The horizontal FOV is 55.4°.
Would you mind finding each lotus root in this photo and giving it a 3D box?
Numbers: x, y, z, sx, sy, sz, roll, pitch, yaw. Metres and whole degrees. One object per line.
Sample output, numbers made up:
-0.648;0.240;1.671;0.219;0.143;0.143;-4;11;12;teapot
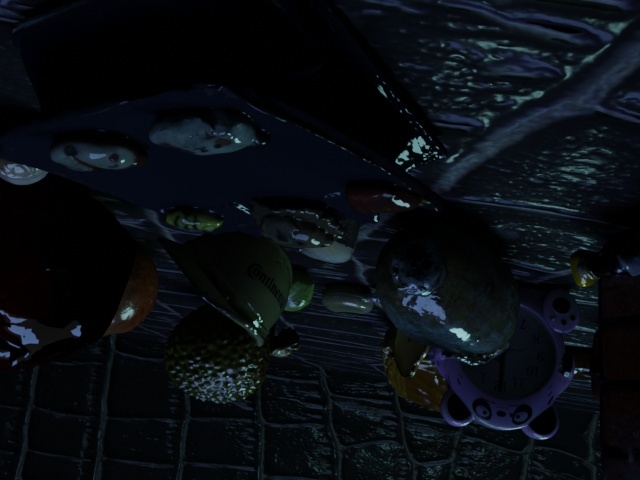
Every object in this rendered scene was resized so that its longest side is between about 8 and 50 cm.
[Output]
0.174;0.065;0.843;0.175;0.175;0.349;-1;157;30;lotus root

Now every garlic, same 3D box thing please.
-0.349;-0.105;0.706;0.094;0.074;0.113;-4;-143;-37;garlic

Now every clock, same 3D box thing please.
0.304;0.193;1.019;0.227;0.248;0.090;6;165;9;clock

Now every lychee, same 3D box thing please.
-0.241;0.279;1.580;0.270;0.270;0.320;-8;-166;45;lychee

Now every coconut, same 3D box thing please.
-0.054;0.097;1.190;0.096;0.088;0.087;30;154;-37;coconut

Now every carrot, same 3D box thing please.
0.662;0.293;1.471;0.260;0.070;0.070;-6;157;36;carrot

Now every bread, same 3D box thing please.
0.323;0.321;1.543;0.324;0.167;0.277;16;147;22;bread

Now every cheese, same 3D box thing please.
0.081;0.121;1.250;0.171;0.048;0.092;-1;161;30;cheese

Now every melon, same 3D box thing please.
0.007;0.001;0.898;0.098;0.054;0.182;14;163;7;melon

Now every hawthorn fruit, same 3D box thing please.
-0.422;0.040;0.878;0.315;0.316;0.316;9;163;3;hawthorn fruit

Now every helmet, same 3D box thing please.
-0.121;0.044;0.966;0.204;0.137;0.257;45;173;31;helmet

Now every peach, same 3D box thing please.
-0.421;0.082;1.199;0.232;0.233;0.232;9;163;3;peach

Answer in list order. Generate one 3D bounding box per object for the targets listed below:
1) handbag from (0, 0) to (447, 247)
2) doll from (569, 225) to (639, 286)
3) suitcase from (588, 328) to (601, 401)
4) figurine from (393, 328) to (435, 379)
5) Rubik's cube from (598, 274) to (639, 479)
-0.077;-0.084;0.554;0.303;0.122;0.329;-2;161;33;handbag
0.370;0.001;0.618;0.145;0.103;0.316;8;169;-9;doll
0.685;0.248;1.137;0.236;0.161;0.297;21;159;-33;suitcase
0.287;0.204;1.233;0.257;0.181;0.208;12;123;-15;figurine
0.570;0.191;0.702;0.337;0.344;0.344;17;162;-24;Rubik's cube
